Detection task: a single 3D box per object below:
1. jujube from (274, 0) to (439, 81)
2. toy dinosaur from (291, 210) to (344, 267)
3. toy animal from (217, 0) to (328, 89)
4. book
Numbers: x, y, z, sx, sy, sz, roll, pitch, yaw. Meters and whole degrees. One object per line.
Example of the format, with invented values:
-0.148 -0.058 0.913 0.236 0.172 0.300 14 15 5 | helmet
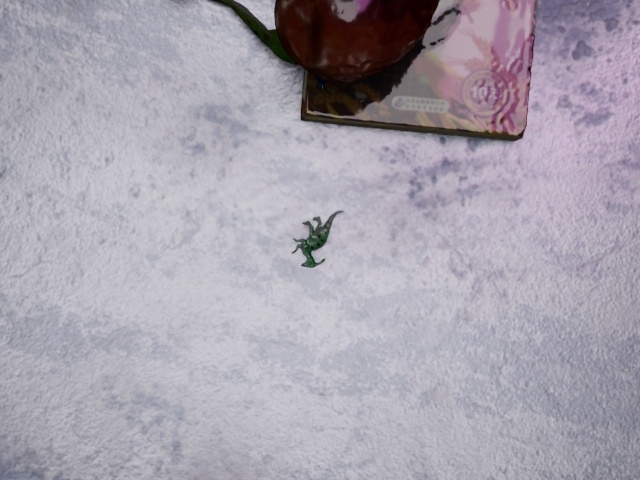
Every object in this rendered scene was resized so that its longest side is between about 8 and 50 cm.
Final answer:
0.053 -0.284 1.205 0.236 0.168 0.168 -35 89 -38 | jujube
0.000 0.000 1.317 0.083 0.021 0.062 -18 96 2 | toy dinosaur
-0.055 -0.285 1.293 0.217 0.041 0.075 41 100 15 | toy animal
0.140 -0.356 1.322 0.299 0.039 0.428 5 88 0 | book
